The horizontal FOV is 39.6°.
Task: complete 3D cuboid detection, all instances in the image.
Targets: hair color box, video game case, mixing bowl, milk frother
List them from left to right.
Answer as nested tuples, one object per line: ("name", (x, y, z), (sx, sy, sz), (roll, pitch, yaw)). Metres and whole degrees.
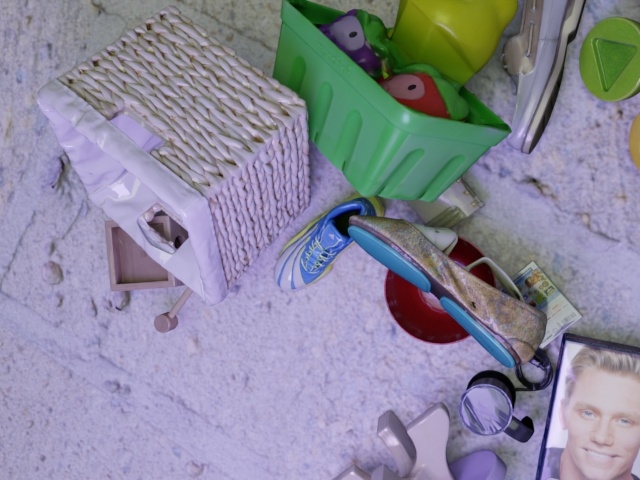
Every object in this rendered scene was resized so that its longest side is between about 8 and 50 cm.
("mixing bowl", (0.203, 0.078, 1.475), (0.181, 0.098, 0.181), (0, 91, 15))
("milk frother", (0.301, 0.240, 1.435), (0.129, 0.135, 0.143), (18, 96, 13))
("video game case", (0.361, 0.107, 1.480), (0.087, 0.011, 0.122), (-42, 82, 13))
("hair color box", (0.442, 0.336, 1.417), (0.174, 0.105, 0.347), (10, 93, 14))

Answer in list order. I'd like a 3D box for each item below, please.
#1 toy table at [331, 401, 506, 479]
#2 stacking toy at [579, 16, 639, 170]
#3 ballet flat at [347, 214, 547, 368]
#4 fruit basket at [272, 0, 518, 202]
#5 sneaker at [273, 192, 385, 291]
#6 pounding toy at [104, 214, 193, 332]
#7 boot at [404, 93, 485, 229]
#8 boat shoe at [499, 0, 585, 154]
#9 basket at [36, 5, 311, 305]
("toy table", (0.145, 0.394, 1.438), (0.274, 0.252, 0.161), (-42, 97, 5))
("stacking toy", (0.558, -0.276, 1.341), (0.279, 0.130, 0.309), (59, 141, 32))
("ballet flat", (0.202, 0.051, 1.376), (0.348, 0.123, 0.123), (40, 100, 11))
("fruit basket", (0.137, -0.287, 1.362), (0.392, 0.283, 0.392), (-3, 86, 47))
("sneaker", (0.000, 0.000, 1.511), (0.240, 0.126, 0.091), (-43, 81, 11))
("pounding toy", (-0.278, 0.059, 1.601), (0.181, 0.094, 0.206), (-5, 90, 15))
("boot", (0.221, -0.122, 1.478), (0.213, 0.077, 0.165), (-44, 82, 14))
("boat shoe", (0.342, -0.289, 1.430), (0.103, 0.113, 0.302), (17, 85, 15))
("basket", (-0.211, -0.135, 1.408), (0.328, 0.331, 0.266), (38, 71, 19))
